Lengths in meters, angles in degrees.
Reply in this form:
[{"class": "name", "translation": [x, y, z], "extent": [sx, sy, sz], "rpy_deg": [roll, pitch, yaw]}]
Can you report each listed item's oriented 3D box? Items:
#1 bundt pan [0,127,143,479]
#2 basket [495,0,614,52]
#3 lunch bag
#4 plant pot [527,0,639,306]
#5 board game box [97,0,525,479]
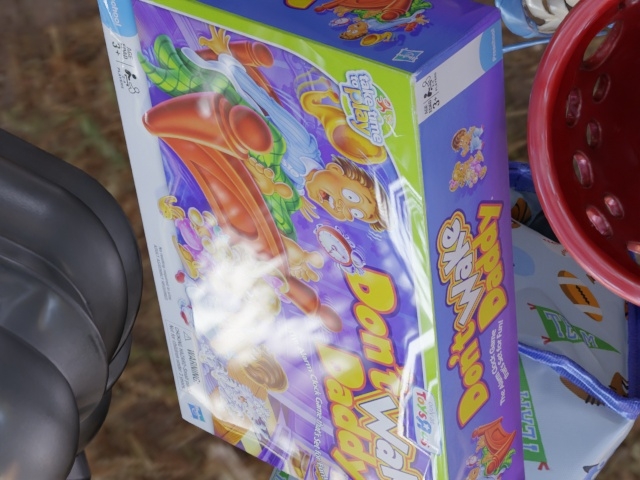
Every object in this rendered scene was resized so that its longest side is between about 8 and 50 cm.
[{"class": "bundt pan", "translation": [-0.171, 0.104, 0.839], "extent": [0.124, 0.331, 0.331], "rpy_deg": [18, 111, -3]}, {"class": "basket", "translation": [0.163, -0.265, 1.306], "extent": [0.289, 0.201, 0.255], "rpy_deg": [-5, 95, 43]}, {"class": "lunch bag", "translation": [0.108, 0.124, 1.539], "extent": [0.239, 0.385, 0.328], "rpy_deg": [33, 115, -1]}, {"class": "plant pot", "translation": [0.229, -0.059, 0.986], "extent": [0.191, 0.174, 0.191], "rpy_deg": [2, 95, 29]}, {"class": "board game box", "translation": [0.000, 0.000, 1.086], "extent": [0.233, 0.078, 0.347], "rpy_deg": [22, 136, 35]}]
